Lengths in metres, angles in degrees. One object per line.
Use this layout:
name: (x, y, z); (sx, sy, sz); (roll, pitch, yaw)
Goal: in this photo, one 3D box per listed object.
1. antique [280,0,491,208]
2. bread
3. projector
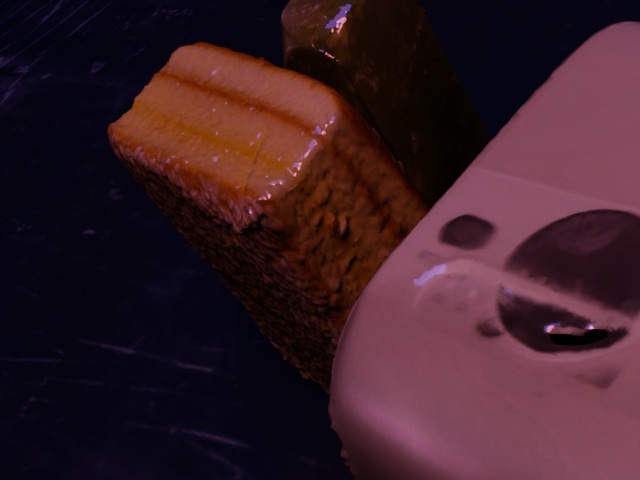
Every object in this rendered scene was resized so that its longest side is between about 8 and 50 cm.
antique: (0.049, -0.081, 0.750); (0.080, 0.221, 0.081); (13, 56, 46)
bread: (0.000, 0.000, 0.679); (0.110, 0.234, 0.184); (-45, 37, -14)
projector: (0.190, 0.077, 0.429); (0.248, 0.248, 0.249); (-45, 37, -19)
